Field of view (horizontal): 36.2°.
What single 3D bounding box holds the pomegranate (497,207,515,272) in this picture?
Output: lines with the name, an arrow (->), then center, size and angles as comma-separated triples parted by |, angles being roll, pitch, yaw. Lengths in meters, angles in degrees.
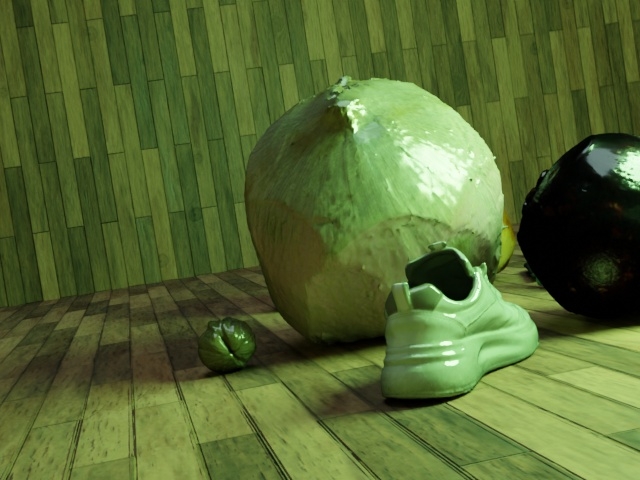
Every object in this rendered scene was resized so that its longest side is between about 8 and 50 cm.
pomegranate -> 0.300, -0.007, 2.038 | 0.215, 0.215, 0.215 | -9, 3, 0

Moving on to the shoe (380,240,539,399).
shoe -> 0.155, 0.077, 1.125 | 0.124, 0.159, 0.316 | -9, 5, 28

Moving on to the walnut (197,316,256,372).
walnut -> -0.132, 0.148, 1.383 | 0.092, 0.092, 0.092 | -9, 3, 0

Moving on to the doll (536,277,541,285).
doll -> 0.422, 0.008, 1.756 | 0.059, 0.159, 0.159 | -7, 8, -13

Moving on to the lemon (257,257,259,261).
lemon -> 0.000, -0.001, 2.077 | 0.293, 0.293, 0.293 | -9, 3, 0

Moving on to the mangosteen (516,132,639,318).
mangosteen -> 0.413, -0.001, 1.338 | 0.233, 0.287, 0.287 | -37, -5, 15

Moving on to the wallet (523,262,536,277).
wallet -> 0.577, 0.035, 1.971 | 0.323, 0.041, 0.247 | -10, 1, 9

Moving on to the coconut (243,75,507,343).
coconut -> 0.072, -0.066, 1.458 | 0.404, 0.405, 0.404 | -9, 3, 0
